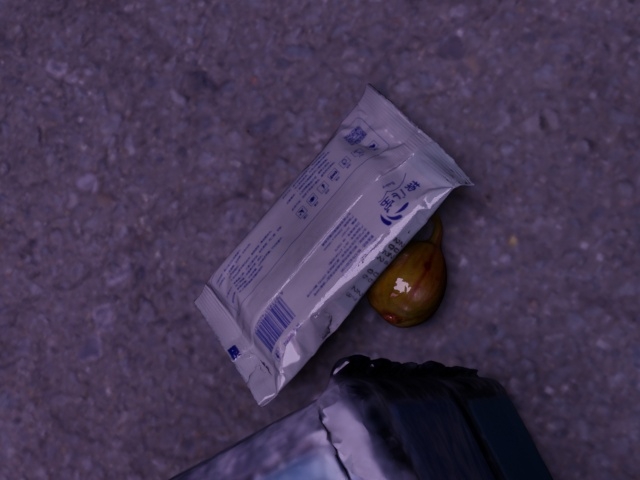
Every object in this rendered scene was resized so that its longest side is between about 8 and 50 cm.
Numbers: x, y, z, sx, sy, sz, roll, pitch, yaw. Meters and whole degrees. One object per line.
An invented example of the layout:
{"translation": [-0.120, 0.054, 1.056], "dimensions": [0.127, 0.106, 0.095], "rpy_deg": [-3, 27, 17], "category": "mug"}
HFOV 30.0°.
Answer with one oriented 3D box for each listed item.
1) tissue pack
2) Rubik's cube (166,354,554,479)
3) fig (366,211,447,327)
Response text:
{"translation": [0.000, 0.000, 0.765], "dimensions": [0.193, 0.026, 0.122], "rpy_deg": [-49, 41, 7], "category": "tissue pack"}
{"translation": [-0.001, 0.269, 0.606], "dimensions": [0.313, 0.316, 0.318], "rpy_deg": [-30, 74, 13], "category": "Rubik's cube"}
{"translation": [0.060, 0.015, 0.760], "dimensions": [0.050, 0.050, 0.083], "rpy_deg": [13, 66, 20], "category": "fig"}
